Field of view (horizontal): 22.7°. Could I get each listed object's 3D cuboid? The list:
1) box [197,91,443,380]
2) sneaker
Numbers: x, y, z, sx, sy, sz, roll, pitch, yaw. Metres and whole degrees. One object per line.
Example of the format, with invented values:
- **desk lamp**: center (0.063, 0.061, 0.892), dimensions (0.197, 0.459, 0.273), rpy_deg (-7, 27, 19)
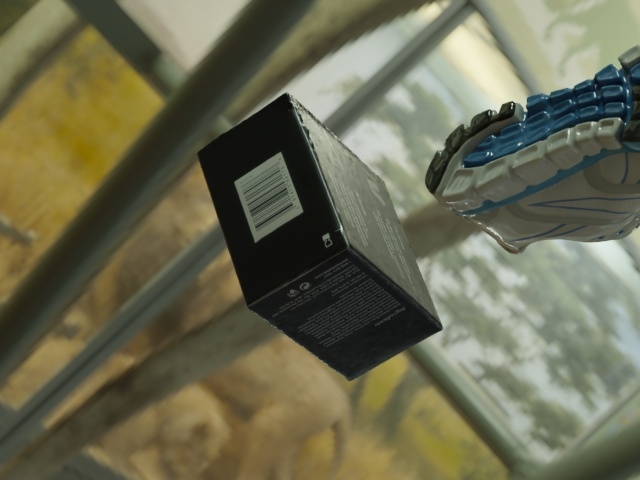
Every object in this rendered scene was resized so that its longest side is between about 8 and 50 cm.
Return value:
- **box**: center (0.000, 0.000, 1.210), dimensions (0.158, 0.093, 0.156), rpy_deg (39, 24, -50)
- **sneaker**: center (0.151, -0.041, 0.778), dimensions (0.083, 0.190, 0.071), rpy_deg (46, 43, -32)
